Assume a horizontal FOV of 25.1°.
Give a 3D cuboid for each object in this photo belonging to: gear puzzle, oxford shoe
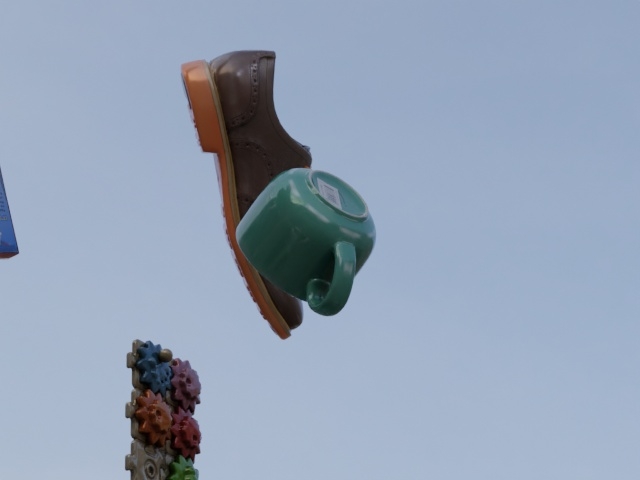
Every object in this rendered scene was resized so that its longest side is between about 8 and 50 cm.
[{"bbox_3d":[-0.219,0.314,2.108,0.044,0.338,0.175,-17,-31,24],"label":"gear puzzle"},{"bbox_3d":[-0.063,-0.056,1.767,0.133,0.130,0.363,-16,-77,-5],"label":"oxford shoe"}]

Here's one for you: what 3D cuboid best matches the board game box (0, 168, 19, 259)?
[{"bbox_3d":[-0.449,-0.048,1.496,0.027,0.145,0.281,-26,-17,39],"label":"board game box"}]

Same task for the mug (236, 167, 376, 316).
[{"bbox_3d":[0.002,-0.004,1.469,0.158,0.129,0.097,44,-66,19],"label":"mug"}]
